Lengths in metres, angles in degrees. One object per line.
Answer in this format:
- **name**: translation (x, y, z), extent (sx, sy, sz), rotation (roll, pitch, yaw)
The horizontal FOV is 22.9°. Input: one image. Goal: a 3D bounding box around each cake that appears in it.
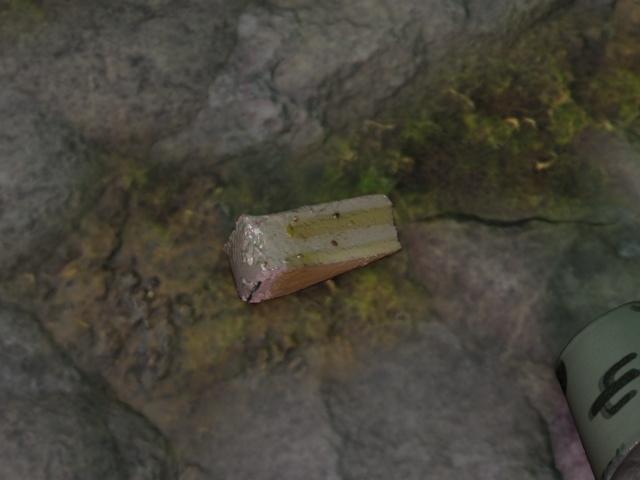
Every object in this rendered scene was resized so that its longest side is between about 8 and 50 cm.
- **cake**: translation (0.000, 0.000, 1.052), extent (0.121, 0.065, 0.052), rotation (-18, 70, -13)

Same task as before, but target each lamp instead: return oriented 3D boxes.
- **lamp**: translation (0.228, 0.139, 0.942), extent (0.121, 0.121, 0.215), rotation (-23, 56, -8)
